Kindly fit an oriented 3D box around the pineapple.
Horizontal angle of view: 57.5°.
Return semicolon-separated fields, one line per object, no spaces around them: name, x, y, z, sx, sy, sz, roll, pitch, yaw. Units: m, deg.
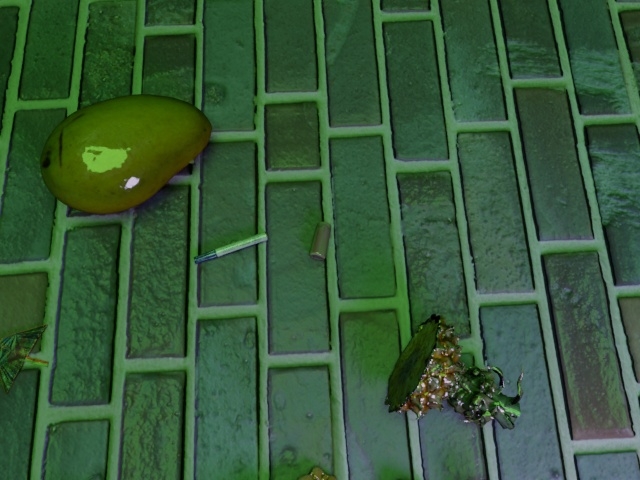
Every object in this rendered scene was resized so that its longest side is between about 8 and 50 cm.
pineapple;0.327;0.338;1.351;0.271;0.262;0.263;28;74;-3

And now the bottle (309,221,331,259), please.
bottle;0.000;0.000;1.537;0.045;0.045;0.097;11;70;4

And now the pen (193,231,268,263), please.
pen;-0.236;0.021;1.542;0.204;0.025;0.025;-20;73;-5

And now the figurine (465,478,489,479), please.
figurine;0.350;0.654;1.284;0.174;0.116;0.240;0;72;0

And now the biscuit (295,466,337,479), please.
biscuit;-0.042;0.618;1.287;0.248;0.035;0.184;-29;71;-37

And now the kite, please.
kite;-0.755;0.286;1.465;0.159;0.010;0.190;25;75;6

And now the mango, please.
mango;-0.498;-0.238;1.528;0.444;0.220;0.302;-22;71;-10
